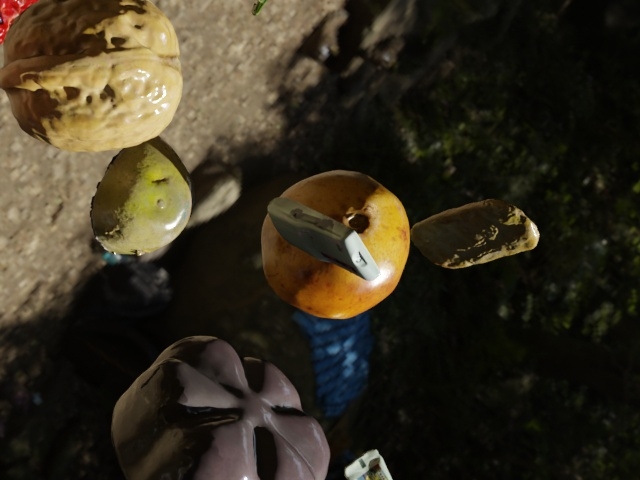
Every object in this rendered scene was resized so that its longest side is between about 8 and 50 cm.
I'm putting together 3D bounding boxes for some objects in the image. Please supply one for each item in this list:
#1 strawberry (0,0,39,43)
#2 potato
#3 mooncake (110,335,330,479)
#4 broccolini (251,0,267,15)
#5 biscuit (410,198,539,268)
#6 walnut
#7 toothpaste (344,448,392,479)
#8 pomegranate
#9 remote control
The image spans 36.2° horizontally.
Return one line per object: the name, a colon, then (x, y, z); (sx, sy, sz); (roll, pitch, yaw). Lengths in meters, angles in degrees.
strawberry: (-0.675, -0.503, 1.879); (0.345, 0.318, 0.295); (-37, 159, -46)
potato: (-0.262, -0.061, 1.568); (0.202, 0.117, 0.182); (-56, 149, -28)
mooncake: (-0.103, 0.220, 1.049); (0.133, 0.245, 0.245); (-50, 168, 22)
broccolini: (-0.054, -0.378, 1.446); (0.194, 0.052, 0.054); (-9, -117, 48)
biscuit: (0.145, -0.005, 0.937); (0.147, 0.071, 0.018); (-20, -147, 51)
walnut: (-0.322, -0.236, 1.370); (0.257, 0.224, 0.257); (-6, -177, 0)
toothpaste: (0.120, 0.453, 1.557); (0.067, 0.255, 0.037); (-31, -172, -19)
pomegranate: (0.023, 0.006, 1.666); (0.264, 0.264, 0.264); (-45, 167, -13)
remote control: (0.000, 0.000, 0.986); (0.029, 0.065, 0.166); (-39, -151, -14)
